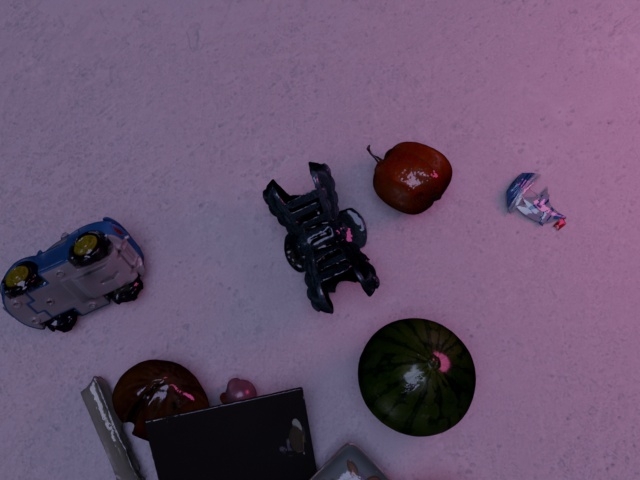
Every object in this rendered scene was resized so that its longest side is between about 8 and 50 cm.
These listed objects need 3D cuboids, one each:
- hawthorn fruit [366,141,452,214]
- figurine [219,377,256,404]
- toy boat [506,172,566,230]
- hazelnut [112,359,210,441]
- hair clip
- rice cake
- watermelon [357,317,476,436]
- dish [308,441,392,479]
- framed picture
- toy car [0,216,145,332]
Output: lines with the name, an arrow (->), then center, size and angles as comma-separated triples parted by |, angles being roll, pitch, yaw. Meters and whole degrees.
hawthorn fruit -> 0.180, -0.147, 1.570 | 0.194, 0.157, 0.157 | 32, 85, 5
figurine -> -0.170, 0.337, 1.567 | 0.083, 0.067, 0.071 | 32, 105, -8
toy boat -> 0.468, -0.077, 1.608 | 0.105, 0.034, 0.149 | -29, 93, -3
hazelnut -> -0.326, 0.333, 1.522 | 0.204, 0.178, 0.178 | 38, 86, 8
hair clip -> -0.001, -0.003, 1.539 | 0.194, 0.206, 0.310 | -23, 85, 6
rice cake -> -0.450, 0.418, 1.580 | 0.057, 0.052, 0.256 | -33, 79, 33
watermelon -> 0.194, 0.274, 1.463 | 0.242, 0.242, 0.242 | -1, 82, 4
dish -> 0.043, 0.540, 1.517 | 0.151, 0.077, 0.212 | 44, 87, 10
framed picture -> -0.176, 0.442, 1.498 | 0.323, 0.013, 0.244 | -11, 109, -8
toy car -> -0.543, 0.069, 1.584 | 0.314, 0.198, 0.166 | -25, 47, 3
